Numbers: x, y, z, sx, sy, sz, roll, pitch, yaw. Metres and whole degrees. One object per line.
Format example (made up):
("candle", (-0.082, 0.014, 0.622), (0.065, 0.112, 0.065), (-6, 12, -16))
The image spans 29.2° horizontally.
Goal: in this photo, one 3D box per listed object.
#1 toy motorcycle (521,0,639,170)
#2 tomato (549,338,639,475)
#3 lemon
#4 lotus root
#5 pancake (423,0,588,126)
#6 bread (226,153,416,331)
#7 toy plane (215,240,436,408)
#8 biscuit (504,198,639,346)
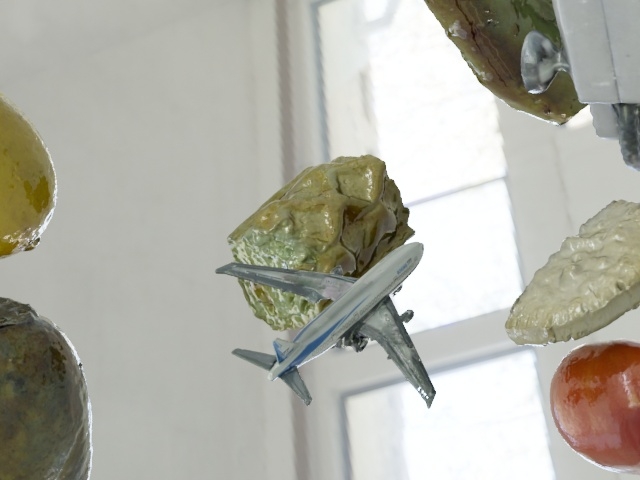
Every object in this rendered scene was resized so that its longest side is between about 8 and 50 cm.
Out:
("toy motorcycle", (0.191, -0.175, 0.741), (0.171, 0.110, 0.260), (-62, -37, -34))
("tomato", (0.445, 0.232, 1.695), (0.260, 0.259, 0.180), (39, -124, -56))
("lemon", (-0.485, -0.097, 1.672), (0.236, 0.235, 0.263), (-17, -91, -69))
("lotus root", (-0.459, 0.248, 1.779), (0.250, 0.250, 0.346), (-65, -20, -61))
("pancake", (0.211, -0.270, 1.006), (0.067, 0.304, 0.427), (-101, 13, -52))
("bread", (0.003, -0.001, 1.838), (0.252, 0.196, 0.239), (-46, -43, -31))
("toy plane", (0.023, 0.060, 1.040), (0.226, 0.226, 0.058), (-31, -35, -47))
("biscuit", (0.382, 0.037, 1.641), (0.281, 0.179, 0.084), (-43, -67, -29))
